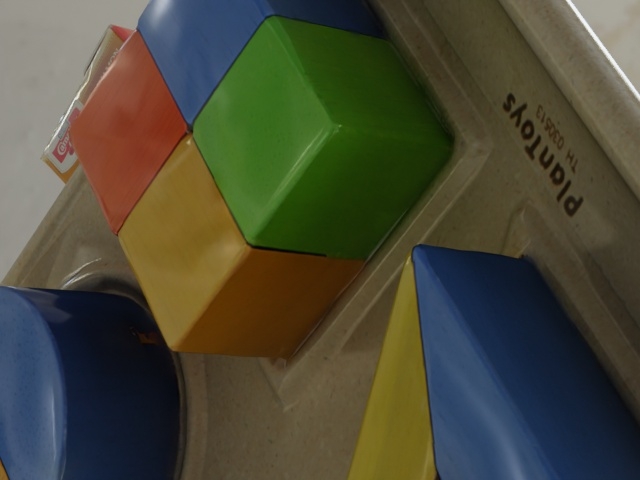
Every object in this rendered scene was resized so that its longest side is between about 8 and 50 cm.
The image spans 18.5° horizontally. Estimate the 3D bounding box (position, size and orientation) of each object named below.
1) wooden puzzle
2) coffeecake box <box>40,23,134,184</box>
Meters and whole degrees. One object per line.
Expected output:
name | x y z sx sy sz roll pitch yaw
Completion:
wooden puzzle | -0.020 0.071 0.579 0.081 0.348 0.322 2 -135 -38
coffeecake box | 0.000 0.000 0.775 0.142 0.068 0.185 10 -154 -47
